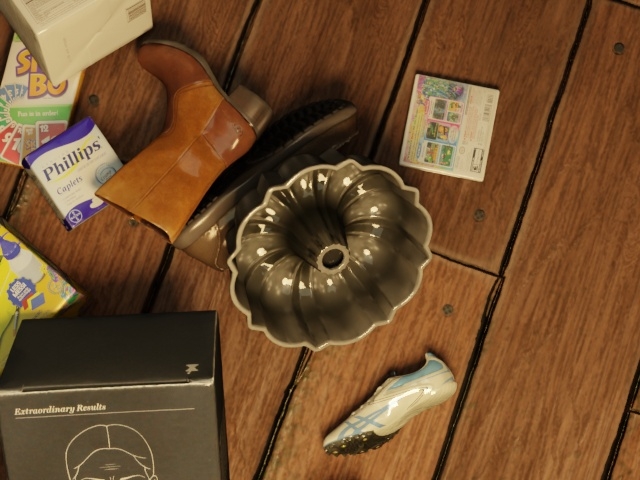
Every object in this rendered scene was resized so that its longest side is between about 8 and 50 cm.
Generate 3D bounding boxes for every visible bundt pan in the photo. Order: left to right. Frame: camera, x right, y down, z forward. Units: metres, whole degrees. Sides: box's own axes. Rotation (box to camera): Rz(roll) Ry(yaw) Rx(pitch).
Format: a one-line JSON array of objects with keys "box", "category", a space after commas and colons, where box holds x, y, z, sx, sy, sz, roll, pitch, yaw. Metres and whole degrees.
[{"box": [0.000, 0.000, 1.839, 0.331, 0.124, 0.331, -10, 122, -16], "category": "bundt pan"}]

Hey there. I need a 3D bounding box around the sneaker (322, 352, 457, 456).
[{"box": [0.103, 0.265, 1.897, 0.237, 0.085, 0.086, -32, 59, -2], "category": "sneaker"}]

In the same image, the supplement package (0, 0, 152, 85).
[{"box": [-0.420, -0.428, 1.873, 0.198, 0.199, 0.263, -34, 80, -13], "category": "supplement package"}]

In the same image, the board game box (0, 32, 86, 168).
[{"box": [-0.461, -0.245, 1.956, 0.124, 0.039, 0.259, 13, 81, -2], "category": "board game box"}]

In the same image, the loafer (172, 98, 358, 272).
[{"box": [-0.075, -0.087, 1.917, 0.366, 0.134, 0.130, -39, 113, 4], "category": "loafer"}]

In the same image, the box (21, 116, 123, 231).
[{"box": [-0.386, -0.106, 1.902, 0.126, 0.072, 0.137, -36, 96, -15], "category": "box"}]

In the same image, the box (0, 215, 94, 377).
[{"box": [-0.560, 0.103, 1.841, 0.279, 0.177, 0.290, 40, 84, 4], "category": "box"}]

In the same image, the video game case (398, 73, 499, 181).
[{"box": [0.213, -0.187, 1.977, 0.143, 0.019, 0.157, 11, 84, 0], "category": "video game case"}]

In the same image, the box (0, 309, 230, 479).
[{"box": [-0.284, 0.324, 1.724, 0.293, 0.212, 0.395, -2, 115, -2], "category": "box"}]

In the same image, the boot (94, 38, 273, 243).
[{"box": [-0.255, -0.162, 1.889, 0.264, 0.096, 0.280, 37, 73, 8], "category": "boot"}]
